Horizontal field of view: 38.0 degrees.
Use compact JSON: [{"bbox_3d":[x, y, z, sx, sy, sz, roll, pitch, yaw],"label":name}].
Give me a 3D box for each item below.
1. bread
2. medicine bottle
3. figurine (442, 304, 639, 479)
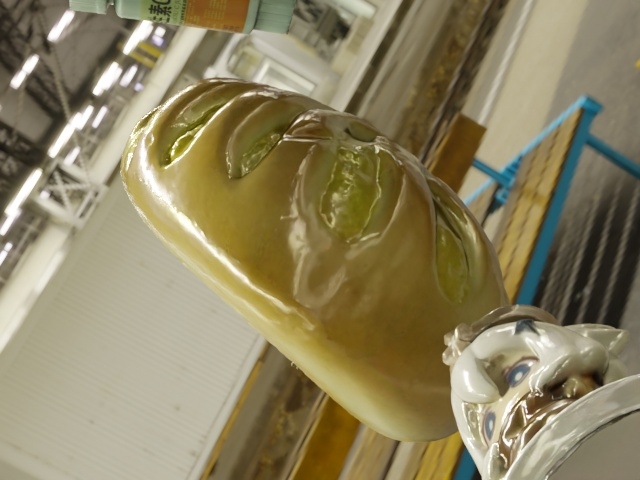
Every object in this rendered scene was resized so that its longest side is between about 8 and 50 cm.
[{"bbox_3d":[0.000,0.000,0.658,0.160,0.333,0.333,-49,6,-7],"label":"bread"},{"bbox_3d":[-0.195,-0.390,1.347,0.158,0.318,0.158,-176,90,-76],"label":"medicine bottle"},{"bbox_3d":[0.113,0.088,0.428,0.132,0.132,0.153,-59,21,11],"label":"figurine"}]
